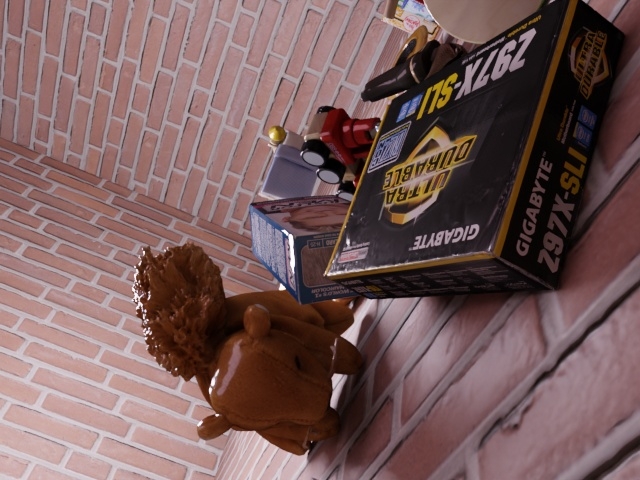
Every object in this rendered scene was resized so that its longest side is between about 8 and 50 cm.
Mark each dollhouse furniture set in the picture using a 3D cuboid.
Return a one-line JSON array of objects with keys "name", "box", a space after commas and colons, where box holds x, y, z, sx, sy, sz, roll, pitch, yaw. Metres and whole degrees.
[{"name": "dollhouse furniture set", "box": [-0.018, -0.142, 1.561, 0.198, 0.303, 0.286, 123, 168, -64]}]

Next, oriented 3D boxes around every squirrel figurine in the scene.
[{"name": "squirrel figurine", "box": [-0.136, 0.180, 0.980, 0.281, 0.397, 0.370, -63, -3, -1]}]

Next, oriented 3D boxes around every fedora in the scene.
[{"name": "fedora", "box": [0.219, -0.392, 1.441, 0.194, 0.079, 0.194, -158, 90, -78]}]

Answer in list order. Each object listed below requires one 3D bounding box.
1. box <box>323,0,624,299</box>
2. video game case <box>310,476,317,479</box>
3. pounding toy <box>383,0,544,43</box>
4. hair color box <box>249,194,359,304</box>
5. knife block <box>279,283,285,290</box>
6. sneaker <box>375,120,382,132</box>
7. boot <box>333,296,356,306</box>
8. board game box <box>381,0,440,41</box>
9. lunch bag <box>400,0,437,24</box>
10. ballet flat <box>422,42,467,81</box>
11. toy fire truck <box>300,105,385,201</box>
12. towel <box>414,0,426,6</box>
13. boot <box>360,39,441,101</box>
[{"name": "box", "box": [0.139, -0.072, 0.665, 0.322, 0.079, 0.257, -14, 51, 66]}, {"name": "video game case", "box": [-0.025, 0.424, 0.941, 0.087, 0.011, 0.122, 144, 148, -78]}, {"name": "pounding toy", "box": [0.222, -0.390, 0.900, 0.110, 0.237, 0.183, -39, -37, -44]}, {"name": "hair color box", "box": [0.000, 0.000, 1.034, 0.347, 0.174, 0.105, -147, 52, -70]}, {"name": "knife block", "box": [-0.036, 0.088, 1.433, 0.242, 0.088, 0.275, -49, 42, 22]}, {"name": "sneaker", "box": [0.160, -0.216, 1.131, 0.162, 0.073, 0.063, -34, 1, -37]}, {"name": "boot", "box": [0.052, 0.092, 1.212, 0.152, 0.073, 0.197, -63, -4, 31]}, {"name": "board game box", "box": [0.258, -0.609, 1.573, 0.193, 0.147, 0.045, 119, 171, -46]}, {"name": "lunch bag", "box": [0.259, -0.533, 1.358, 0.151, 0.129, 0.096, 153, 137, -78]}, {"name": "ballet flat", "box": [0.215, -0.261, 1.091, 0.058, 0.084, 0.249, -12, 42, 36]}, {"name": "toy fire truck", "box": [0.121, -0.193, 1.275, 0.246, 0.217, 0.158, -1, 57, 37]}, {"name": "towel", "box": [0.256, -0.479, 0.968, 0.031, 0.199, 0.274, 53, 126, 44]}, {"name": "boot", "box": [0.166, -0.325, 1.227, 0.137, 0.076, 0.198, -18, 9, 31]}]
